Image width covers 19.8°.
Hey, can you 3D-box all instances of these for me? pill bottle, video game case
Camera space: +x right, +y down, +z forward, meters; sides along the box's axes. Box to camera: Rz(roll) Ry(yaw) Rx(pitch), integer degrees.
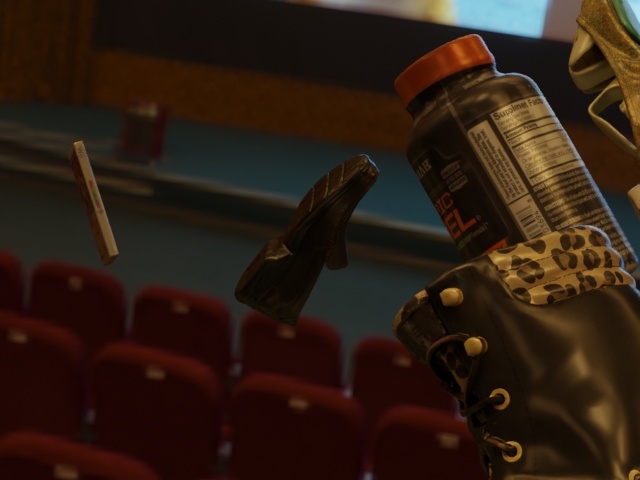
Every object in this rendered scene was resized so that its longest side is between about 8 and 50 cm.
[{"bbox_3d":[0.158,-0.052,1.564,0.130,0.245,0.130,-28,-10,-5],"label":"pill bottle"},{"bbox_3d":[-0.234,-0.037,1.886,0.011,0.122,0.087,-18,-3,-13],"label":"video game case"}]

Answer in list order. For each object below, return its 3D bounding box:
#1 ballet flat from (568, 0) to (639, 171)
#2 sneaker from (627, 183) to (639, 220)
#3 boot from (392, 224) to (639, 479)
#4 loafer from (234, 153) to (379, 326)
[{"bbox_3d":[0.362,-0.196,2.197,0.123,0.123,0.348,2,41,-22],"label":"ballet flat"},{"bbox_3d":[0.441,0.001,1.951,0.153,0.235,0.094,-30,24,8],"label":"sneaker"},{"bbox_3d":[0.133,0.166,1.317,0.377,0.138,0.284,-24,67,-13],"label":"boot"},{"bbox_3d":[0.000,0.000,1.537,0.061,0.170,0.062,36,25,-11],"label":"loafer"}]
